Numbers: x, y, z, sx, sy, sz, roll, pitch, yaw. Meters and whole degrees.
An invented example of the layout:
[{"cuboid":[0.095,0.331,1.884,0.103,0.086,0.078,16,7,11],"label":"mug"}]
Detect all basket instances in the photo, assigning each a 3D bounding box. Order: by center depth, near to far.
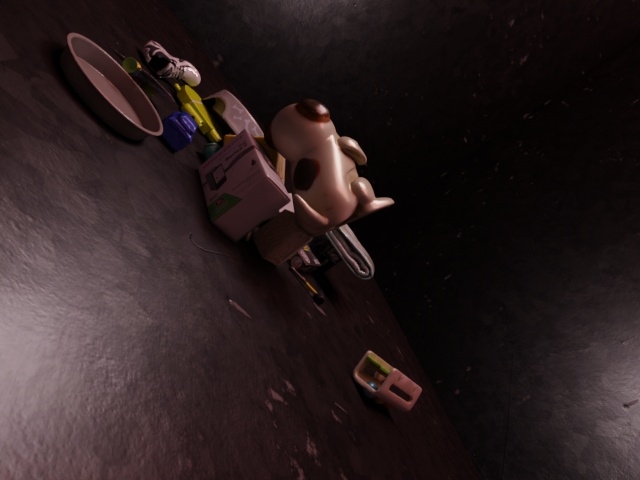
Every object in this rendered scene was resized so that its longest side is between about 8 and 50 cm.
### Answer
[{"cuboid":[-0.128,-0.013,1.537,0.113,0.167,0.103,60,14,26],"label":"basket"}]

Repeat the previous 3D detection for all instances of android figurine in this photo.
[{"cuboid":[-0.478,-0.499,1.839,0.273,0.056,0.248,54,9,-11],"label":"android figurine"}]

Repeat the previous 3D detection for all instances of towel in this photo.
[{"cuboid":[0.120,0.007,2.080,0.375,0.090,0.320,55,10,5],"label":"towel"}]

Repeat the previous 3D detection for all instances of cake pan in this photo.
[{"cuboid":[-0.512,-0.365,1.144,0.293,0.054,0.293,53,9,-12],"label":"cake pan"}]

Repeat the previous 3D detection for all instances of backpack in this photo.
[{"cuboid":[-0.417,-0.330,1.385,0.098,0.101,0.120,58,3,-26],"label":"backpack"}]

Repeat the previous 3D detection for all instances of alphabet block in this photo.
[{"cuboid":[-0.230,-0.269,1.656,0.197,0.192,0.194,-73,164,-80],"label":"alphabet block"}]

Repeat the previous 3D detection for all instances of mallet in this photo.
[{"cuboid":[-0.050,0.160,1.749,0.190,0.039,0.062,49,11,-12],"label":"mallet"}]

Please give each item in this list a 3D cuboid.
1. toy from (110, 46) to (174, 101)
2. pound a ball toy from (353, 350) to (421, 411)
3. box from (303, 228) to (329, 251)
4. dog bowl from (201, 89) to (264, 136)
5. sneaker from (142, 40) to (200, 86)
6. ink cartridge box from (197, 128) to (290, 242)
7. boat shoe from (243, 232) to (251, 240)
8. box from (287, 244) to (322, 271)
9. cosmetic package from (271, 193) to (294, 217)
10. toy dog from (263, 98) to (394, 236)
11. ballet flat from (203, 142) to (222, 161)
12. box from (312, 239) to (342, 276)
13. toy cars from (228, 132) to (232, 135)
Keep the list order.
[{"cuboid":[-0.529,-0.466,1.376,0.136,0.056,0.237,34,-5,-2],"label":"toy"},{"cuboid":[0.214,0.504,1.665,0.208,0.136,0.319,29,-12,42],"label":"pound a ball toy"},{"cuboid":[0.000,0.000,2.268,0.247,0.142,0.163,53,10,-4],"label":"box"},{"cuboid":[-0.353,-0.483,1.980,0.349,0.102,0.349,48,-9,10],"label":"dog bowl"},{"cuboid":[-0.559,-0.639,1.755,0.235,0.094,0.153,36,25,-38],"label":"sneaker"},{"cuboid":[-0.237,-0.170,1.390,0.121,0.211,0.289,45,12,-43],"label":"ink cartridge box"},{"cuboid":[-0.246,-0.074,1.496,0.079,0.084,0.233,13,31,-13],"label":"boat shoe"},{"cuboid":[-0.101,0.027,1.880,0.216,0.060,0.270,56,9,11],"label":"box"},{"cuboid":[-0.134,-0.133,1.806,0.231,0.117,0.086,-12,90,-57],"label":"cosmetic package"},{"cuboid":[-0.022,-0.230,1.474,0.395,0.284,0.409,-19,86,-47],"label":"toy dog"},{"cuboid":[-0.359,-0.293,1.688,0.247,0.083,0.087,-35,114,-81],"label":"ballet flat"},{"cuboid":[0.023,0.072,2.095,0.078,0.147,0.180,53,8,-10],"label":"box"},{"cuboid":[-0.277,-0.248,1.899,0.394,0.087,0.176,56,-4,-26],"label":"toy cars"}]
